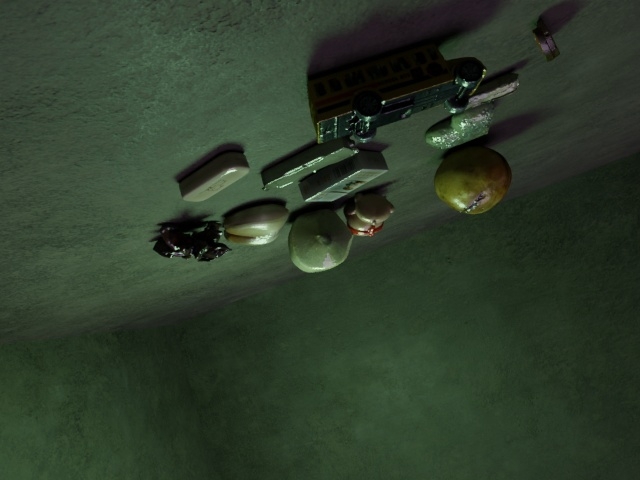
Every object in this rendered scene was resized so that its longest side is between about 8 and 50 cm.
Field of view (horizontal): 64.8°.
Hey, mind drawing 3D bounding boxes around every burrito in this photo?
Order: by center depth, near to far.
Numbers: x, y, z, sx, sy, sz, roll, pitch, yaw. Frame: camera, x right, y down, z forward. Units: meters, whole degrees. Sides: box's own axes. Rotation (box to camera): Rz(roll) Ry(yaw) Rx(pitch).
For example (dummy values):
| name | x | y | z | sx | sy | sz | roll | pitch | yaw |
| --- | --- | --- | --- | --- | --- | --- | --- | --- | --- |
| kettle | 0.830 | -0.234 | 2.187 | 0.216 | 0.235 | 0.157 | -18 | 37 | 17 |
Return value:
| name | x | y | z | sx | sy | sz | roll | pitch | yaw |
| --- | --- | --- | --- | --- | --- | --- | --- | --- | --- |
| burrito | 0.401 | -0.364 | 1.259 | 0.188 | 0.045 | 0.058 | -20 | 144 | 17 |

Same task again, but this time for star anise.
| name | x | y | z | sx | sy | sz | roll | pitch | yaw |
| --- | --- | --- | --- | --- | --- | --- | --- | --- | --- |
| star anise | -0.407 | 0.011 | 1.593 | 0.212 | 0.129 | 0.282 | -6 | 173 | -27 |

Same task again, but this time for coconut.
| name | x | y | z | sx | sy | sz | roll | pitch | yaw |
| --- | --- | --- | --- | --- | --- | --- | --- | --- | --- |
| coconut | 0.000 | 0.000 | 1.899 | 0.244 | 0.245 | 0.247 | -15 | 177 | -16 |

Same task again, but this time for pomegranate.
| name | x | y | z | sx | sy | sz | roll | pitch | yaw |
| --- | --- | --- | --- | --- | --- | --- | --- | --- | --- |
| pomegranate | 0.524 | -0.211 | 1.745 | 0.260 | 0.261 | 0.260 | -18 | 169 | -3 |

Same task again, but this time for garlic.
| name | x | y | z | sx | sy | sz | roll | pitch | yaw |
| --- | --- | --- | --- | --- | --- | --- | --- | --- | --- |
| garlic | -0.206 | -0.046 | 1.668 | 0.227 | 0.110 | 0.217 | -16 | 166 | -11 |

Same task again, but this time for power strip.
| name | x | y | z | sx | sy | sz | roll | pitch | yaw |
| --- | --- | --- | --- | --- | --- | --- | --- | --- | --- |
| power strip | -0.038 | -0.201 | 1.321 | 0.285 | 0.048 | 0.080 | -23 | 166 | 23 |

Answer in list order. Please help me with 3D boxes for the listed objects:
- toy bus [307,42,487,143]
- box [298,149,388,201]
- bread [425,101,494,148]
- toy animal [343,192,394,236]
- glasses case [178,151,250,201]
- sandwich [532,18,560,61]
| name | x | y | z | sx | sy | sz | roll | pitch | yaw |
| --- | --- | --- | --- | --- | --- | --- | --- | --- | --- |
| toy bus | 0.142 | -0.289 | 0.982 | 0.335 | 0.123 | 0.121 | -18 | 168 | -3 |
| box | 0.066 | -0.189 | 1.508 | 0.233 | 0.067 | 0.149 | -26 | 167 | 36 |
| bread | 0.411 | -0.323 | 1.431 | 0.172 | 0.064 | 0.232 | -8 | 166 | -38 |
| toy animal | 0.181 | -0.099 | 1.945 | 0.171 | 0.171 | 0.198 | -15 | 161 | -20 |
| glasses case | -0.255 | -0.150 | 1.205 | 0.196 | 0.050 | 0.083 | -25 | 165 | 33 |
| sandwich | 0.477 | -0.414 | 1.064 | 0.029 | 0.067 | 0.135 | -29 | 166 | 28 |
